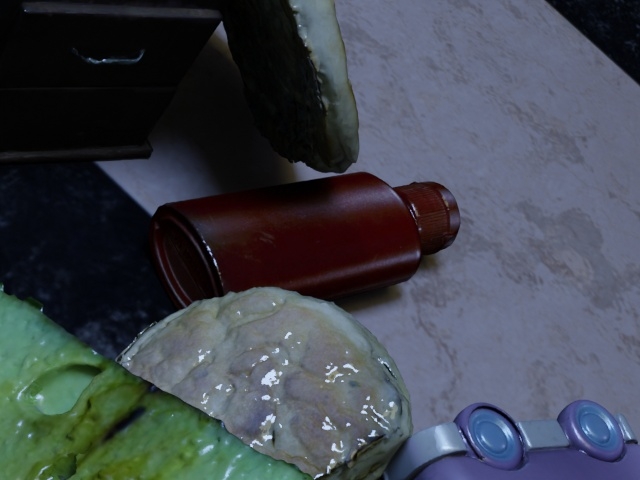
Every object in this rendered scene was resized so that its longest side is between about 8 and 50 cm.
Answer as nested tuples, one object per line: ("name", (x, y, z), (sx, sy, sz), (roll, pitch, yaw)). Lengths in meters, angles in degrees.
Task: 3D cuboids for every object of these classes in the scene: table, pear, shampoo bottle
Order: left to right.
("pear", (-0.141, 0.177, 0.601), (0.293, 0.159, 0.292), (-7, 45, 7))
("table", (-0.182, -0.175, 0.885), (0.169, 0.193, 0.172), (-6, 59, -39))
("shampoo bottle", (0.000, 0.000, 0.965), (0.260, 0.064, 0.102), (-11, 61, -42))

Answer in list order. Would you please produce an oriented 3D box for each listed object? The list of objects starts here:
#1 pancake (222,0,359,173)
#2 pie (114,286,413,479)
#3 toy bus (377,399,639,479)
("pancake", (-0.038, -0.168, 0.940), (0.049, 0.282, 0.282), (-22, 65, -9))
("pie", (-0.057, 0.109, 0.782), (0.218, 0.052, 0.185), (-31, 56, -15))
("toy bus", (0.128, 0.195, 0.831), (0.203, 0.142, 0.142), (3, 53, -35))
